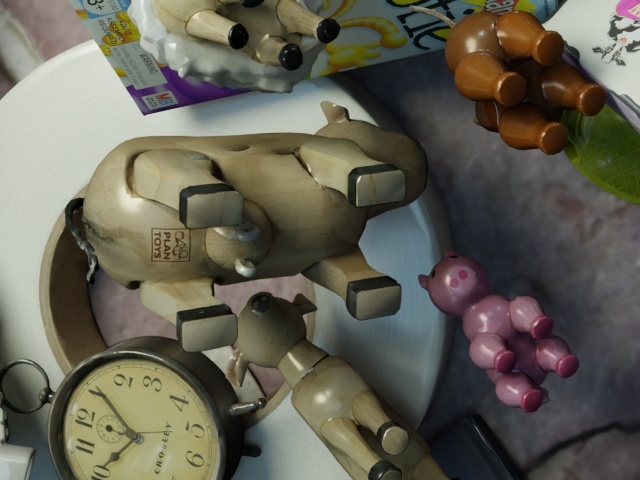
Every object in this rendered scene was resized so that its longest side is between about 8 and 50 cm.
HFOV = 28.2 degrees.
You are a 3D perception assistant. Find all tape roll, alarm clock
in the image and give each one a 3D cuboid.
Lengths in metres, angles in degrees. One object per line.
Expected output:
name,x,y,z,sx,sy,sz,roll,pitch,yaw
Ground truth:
tape roll,-0.096,0.038,0.927,0.392,0.072,0.392,2,100,13
alarm clock,-0.136,0.125,0.881,0.192,0.064,0.129,19,103,8

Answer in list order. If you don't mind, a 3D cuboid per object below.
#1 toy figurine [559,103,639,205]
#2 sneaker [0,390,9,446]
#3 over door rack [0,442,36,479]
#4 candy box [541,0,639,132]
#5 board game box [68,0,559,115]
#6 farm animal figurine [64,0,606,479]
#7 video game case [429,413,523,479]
toy figurine,0.321,-0.039,0.731,0.362,0.217,0.191,28,105,8
sneaker,-0.302,0.065,0.868,0.279,0.118,0.107,59,133,32
over door rack,-0.115,0.286,0.856,0.239,0.108,0.324,10,106,-9
candy box,0.248,-0.136,0.721,0.196,0.070,0.165,-45,42,9
board game box,-0.005,-0.197,0.786,0.275,0.142,0.144,-11,61,9
farm animal figurine,0.000,0.000,0.765,0.326,0.172,0.330,10,104,-30
video game case,0.059,0.284,0.917,0.274,0.026,0.196,-40,67,17
